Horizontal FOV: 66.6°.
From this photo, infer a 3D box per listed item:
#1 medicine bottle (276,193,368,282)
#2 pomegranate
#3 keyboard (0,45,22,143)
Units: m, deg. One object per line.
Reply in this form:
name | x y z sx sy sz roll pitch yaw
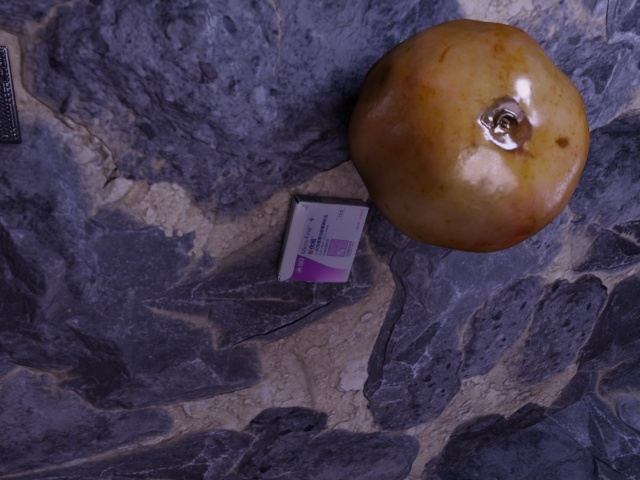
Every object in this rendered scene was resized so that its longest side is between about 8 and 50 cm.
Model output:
medicine bottle | 0.000 0.000 1.074 0.171 0.052 0.201 4 119 -22
pomegranate | 0.256 -0.172 0.870 0.411 0.411 0.411 -10 125 -15
keyboard | -0.504 -0.224 0.758 0.053 0.010 0.155 -1 122 -19
